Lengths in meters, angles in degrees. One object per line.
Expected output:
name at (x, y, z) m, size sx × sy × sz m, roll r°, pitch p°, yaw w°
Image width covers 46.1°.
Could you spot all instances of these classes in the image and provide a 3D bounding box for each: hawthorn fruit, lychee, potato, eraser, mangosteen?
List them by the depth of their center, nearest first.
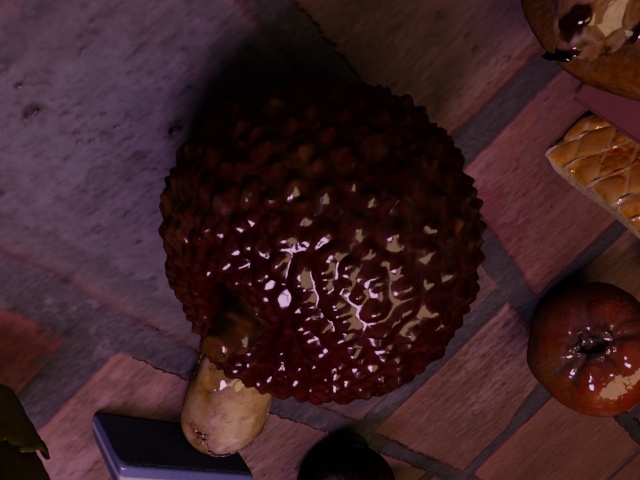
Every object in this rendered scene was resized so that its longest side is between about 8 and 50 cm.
lychee at (0.000, 0.000, 0.620) m, size 0.304 × 0.276 × 0.275 m, roll -41°, pitch 150°, yaw -44°
potato at (-0.100, 0.171, 0.836) m, size 0.107 × 0.080 × 0.170 m, roll -20°, pitch 140°, yaw -36°
eraser at (-0.162, 0.245, 0.854) m, size 0.036 × 0.082 × 0.225 m, roll -52°, pitch 141°, yaw 10°
mangosteen at (0.039, 0.357, 1.094) m, size 0.153 × 0.152 × 0.152 m, roll -23°, pitch 138°, yaw -22°
hawthorn fruit at (0.447, 0.178, 1.207) m, size 0.210 × 0.210 × 0.262 m, roll -49°, pitch 149°, yaw 9°

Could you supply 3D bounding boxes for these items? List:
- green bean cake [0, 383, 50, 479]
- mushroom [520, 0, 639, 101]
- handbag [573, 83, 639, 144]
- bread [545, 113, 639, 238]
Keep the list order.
green bean cake at (-0.398, 0.223, 0.564) m, size 0.310 × 0.202 × 0.285 m, roll -48°, pitch 153°, yaw 10°
mushroom at (0.344, -0.238, 0.623) m, size 0.345 × 0.345 × 0.260 m, roll -55°, pitch 158°, yaw 17°
handbag at (0.393, -0.212, 0.823) m, size 0.059 × 0.157 × 0.212 m, roll 10°, pitch 119°, yaw -36°
bread at (0.385, -0.086, 0.914) m, size 0.125 × 0.188 × 0.068 m, roll -44°, pitch 147°, yaw 5°
